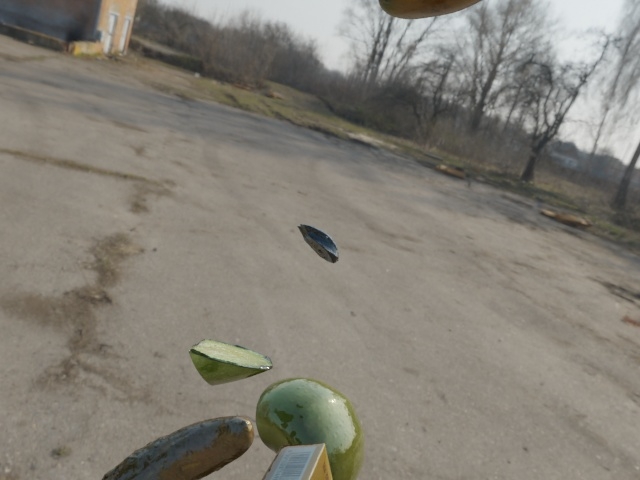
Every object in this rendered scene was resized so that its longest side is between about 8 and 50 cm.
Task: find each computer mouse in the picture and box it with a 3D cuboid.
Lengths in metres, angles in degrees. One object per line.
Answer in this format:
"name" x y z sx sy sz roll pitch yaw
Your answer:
"computer mouse" 0.000 0.000 1.385 0.135 0.047 0.079 42 -19 -2

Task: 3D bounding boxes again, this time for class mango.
"mango" 0.185 -0.398 0.817 0.151 0.120 0.221 -30 16 -27

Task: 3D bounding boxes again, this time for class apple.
"apple" -0.023 0.559 1.547 0.311 0.320 0.360 25 9 29

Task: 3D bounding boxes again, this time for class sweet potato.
"sweet potato" -0.246 0.344 0.785 0.092 0.341 0.114 59 -9 -29

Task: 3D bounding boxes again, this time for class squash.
"squash" -0.205 0.294 1.256 0.184 0.085 0.192 16 -1 1

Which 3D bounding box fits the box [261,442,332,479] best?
"box" -0.064 0.606 1.034 0.115 0.265 0.415 -9 7 15
